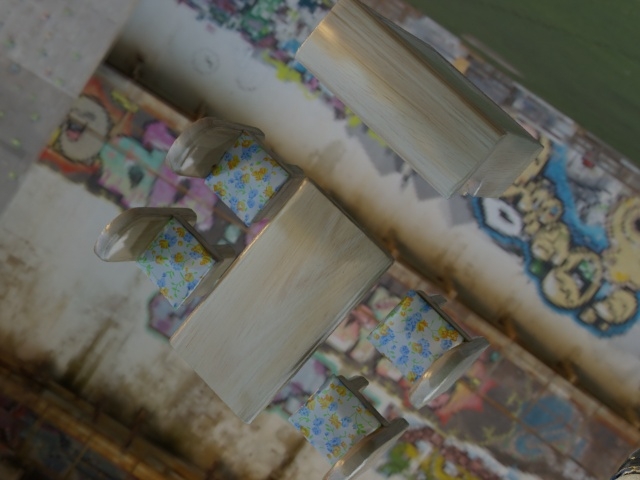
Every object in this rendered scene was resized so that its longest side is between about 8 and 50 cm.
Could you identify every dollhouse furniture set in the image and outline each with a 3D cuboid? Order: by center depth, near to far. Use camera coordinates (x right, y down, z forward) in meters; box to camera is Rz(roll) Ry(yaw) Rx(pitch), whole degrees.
[{"bbox_3d":[0.000,0.000,0.600,0.212,0.242,0.161,44,-166,14],"label":"dollhouse furniture set"}]

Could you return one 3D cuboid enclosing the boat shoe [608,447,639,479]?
[{"bbox_3d":[0.436,0.291,0.985,0.340,0.127,0.113,18,-151,16],"label":"boat shoe"}]
